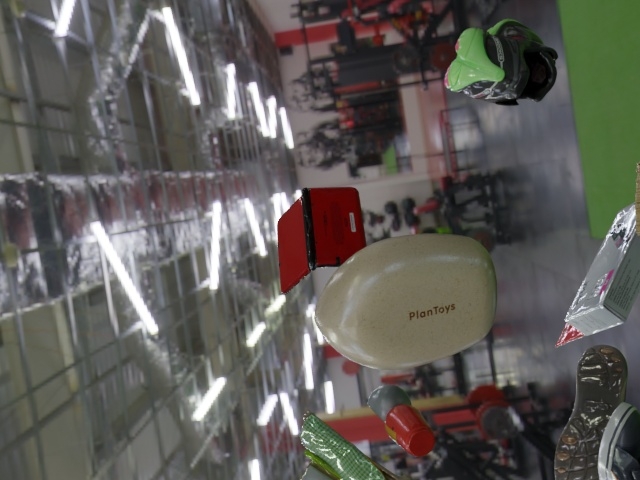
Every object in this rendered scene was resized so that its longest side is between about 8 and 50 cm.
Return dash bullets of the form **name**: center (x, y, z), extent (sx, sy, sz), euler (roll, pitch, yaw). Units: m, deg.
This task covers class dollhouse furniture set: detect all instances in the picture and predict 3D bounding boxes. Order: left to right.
- **dollhouse furniture set**: center (0.029, 0.403, 1.356), extent (0.151, 0.197, 0.301), euler (-56, -13, -13)

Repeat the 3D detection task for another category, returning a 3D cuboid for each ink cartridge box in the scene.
- **ink cartridge box**: center (0.539, 0.058, 1.612), extent (0.275, 0.060, 0.239), euler (-56, 4, -24)

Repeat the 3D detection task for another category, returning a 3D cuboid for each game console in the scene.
- **game console**: center (0.000, 0.000, 1.261), extent (0.085, 0.124, 0.144), euler (96, 170, -53)

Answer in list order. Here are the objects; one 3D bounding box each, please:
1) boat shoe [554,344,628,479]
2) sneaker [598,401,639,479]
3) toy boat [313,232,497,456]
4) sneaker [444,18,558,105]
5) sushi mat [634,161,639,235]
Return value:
- **boat shoe**: center (0.610, 0.411, 1.866), extent (0.130, 0.132, 0.355), euler (30, -105, -57)
- **sneaker**: center (0.603, 0.459, 1.619), extent (0.126, 0.127, 0.321), euler (-30, -54, -40)
- **toy boat**: center (0.115, 0.142, 1.208), extent (0.148, 0.267, 0.318), euler (-139, 46, -66)
- **sneaker**: center (0.425, -0.374, 1.886), extent (0.483, 0.202, 0.185), euler (-35, -31, -58)
- **sushi mat**: center (0.685, -0.098, 1.429), extent (0.019, 0.316, 0.151), euler (-96, -6, -51)
